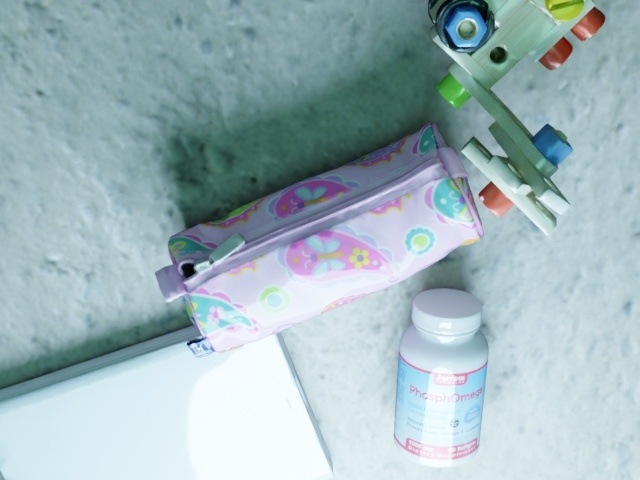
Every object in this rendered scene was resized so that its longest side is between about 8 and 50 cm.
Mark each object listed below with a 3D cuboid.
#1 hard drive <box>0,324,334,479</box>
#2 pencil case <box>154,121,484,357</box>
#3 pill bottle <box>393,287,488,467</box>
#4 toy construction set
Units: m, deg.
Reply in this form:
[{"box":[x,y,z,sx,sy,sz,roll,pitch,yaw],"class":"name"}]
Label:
[{"box":[-0.163,0.199,1.093,0.307,0.040,0.203,-19,113,4],"class":"hard drive"},{"box":[0.000,0.000,0.975,0.284,0.124,0.124,-22,112,5],"class":"pencil case"},{"box":[0.118,0.132,1.056,0.087,0.087,0.160,0,113,-4],"class":"pill bottle"},{"box":[0.219,-0.175,0.911,0.215,0.151,0.328,39,95,-18],"class":"toy construction set"}]
